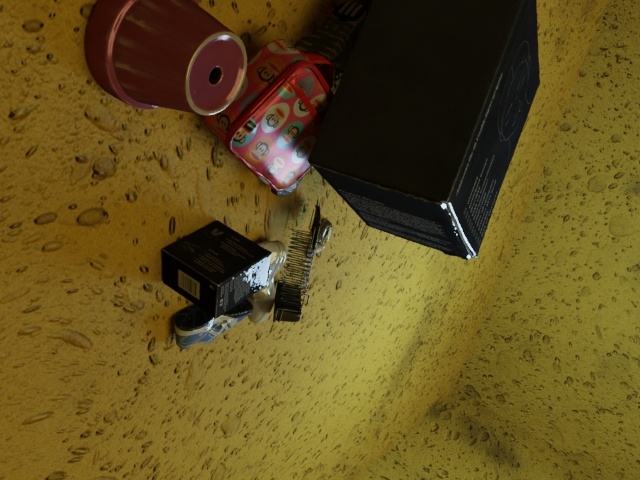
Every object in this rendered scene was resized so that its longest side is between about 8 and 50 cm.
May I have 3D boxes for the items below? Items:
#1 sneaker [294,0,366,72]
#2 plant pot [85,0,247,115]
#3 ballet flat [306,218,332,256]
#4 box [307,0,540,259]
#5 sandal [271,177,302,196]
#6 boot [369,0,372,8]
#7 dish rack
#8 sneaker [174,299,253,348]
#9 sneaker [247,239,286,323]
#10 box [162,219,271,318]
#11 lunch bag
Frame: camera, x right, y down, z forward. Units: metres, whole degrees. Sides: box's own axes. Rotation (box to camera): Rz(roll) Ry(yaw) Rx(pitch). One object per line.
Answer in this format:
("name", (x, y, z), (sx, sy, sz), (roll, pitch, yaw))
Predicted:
("sneaker", (0.026, -0.387, 1.493), (0.228, 0.086, 0.132), (-49, 153, -23))
("plant pot", (-0.219, -0.281, 1.072), (0.201, 0.180, 0.201), (-40, 146, -35))
("ballet flat", (0.000, 0.000, 1.867), (0.041, 0.041, 0.114), (12, 106, -62))
("box", (0.251, -0.263, 1.508), (0.479, 0.298, 0.472), (-68, 160, -7))
("sandal", (-0.053, -0.215, 1.570), (0.254, 0.055, 0.097), (-68, 161, -6))
("boot", (0.182, -0.574, 1.581), (0.219, 0.082, 0.106), (-52, 154, -11))
("dish rack", (-0.051, 0.049, 1.703), (0.208, 0.074, 0.271), (-101, -156, -74))
("sneaker", (-0.244, 0.179, 1.596), (0.211, 0.080, 0.081), (-16, 136, -42))
("sneaker", (-0.154, 0.098, 1.679), (0.094, 0.080, 0.212), (0, 111, -46))
("box", (-0.210, 0.055, 1.434), (0.158, 0.156, 0.093), (-33, 143, -42))
("lunch bag", (-0.069, -0.248, 1.376), (0.258, 0.120, 0.293), (-46, 156, 1))
